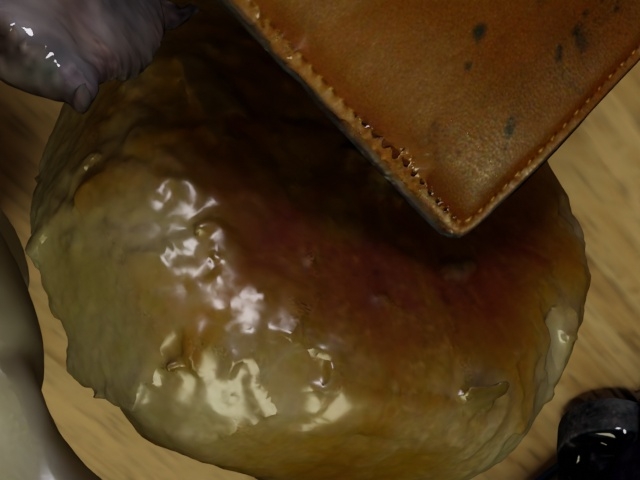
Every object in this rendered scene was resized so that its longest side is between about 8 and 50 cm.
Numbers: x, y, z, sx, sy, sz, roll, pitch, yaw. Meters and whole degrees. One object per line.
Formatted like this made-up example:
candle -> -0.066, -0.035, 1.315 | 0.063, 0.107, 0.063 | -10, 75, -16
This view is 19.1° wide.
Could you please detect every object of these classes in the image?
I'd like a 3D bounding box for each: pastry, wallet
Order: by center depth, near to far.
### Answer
wallet -> 0.061, -0.112, 0.562 | 0.195, 0.042, 0.161 | -47, 129, 1
pastry -> 0.000, 0.000, 0.651 | 0.192, 0.182, 0.093 | 22, 139, -23

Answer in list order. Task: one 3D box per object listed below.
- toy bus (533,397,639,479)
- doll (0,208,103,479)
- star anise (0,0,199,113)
toy bus -> 0.157, 0.183, 0.889 | 0.175, 0.138, 0.288 | 23, 137, -20
doll -> -0.159, 0.056, 0.720 | 0.311, 0.159, 0.242 | 41, 118, 18
star anise -> -0.072, -0.120, 0.459 | 0.212, 0.283, 0.129 | 2, 129, 48
